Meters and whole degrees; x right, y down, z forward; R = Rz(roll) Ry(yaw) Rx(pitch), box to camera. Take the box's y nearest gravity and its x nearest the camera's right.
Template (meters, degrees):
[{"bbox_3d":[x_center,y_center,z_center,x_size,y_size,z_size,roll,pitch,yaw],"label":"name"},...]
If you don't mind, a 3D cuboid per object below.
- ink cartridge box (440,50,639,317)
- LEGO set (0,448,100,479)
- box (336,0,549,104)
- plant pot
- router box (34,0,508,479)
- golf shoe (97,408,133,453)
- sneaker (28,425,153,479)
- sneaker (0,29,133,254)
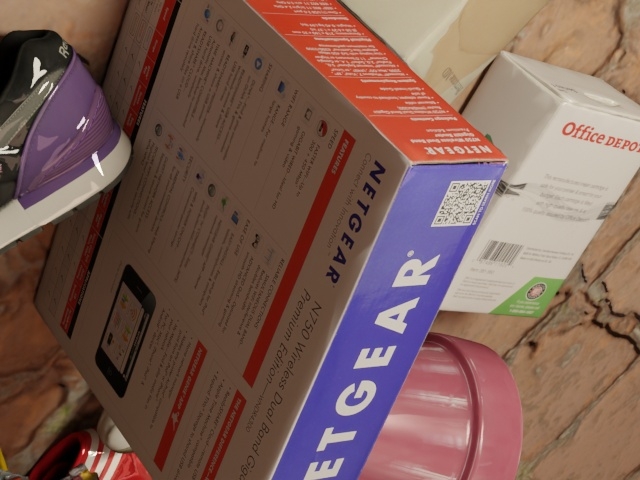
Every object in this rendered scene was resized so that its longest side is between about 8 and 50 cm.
[{"bbox_3d":[0.177,-0.045,1.385,0.160,0.092,0.219,8,120,-46],"label":"ink cartridge box"},{"bbox_3d":[-0.296,0.275,1.163,0.255,0.192,0.331,-11,135,-21],"label":"LEGO set"},{"bbox_3d":[0.139,-0.254,1.097,0.311,0.121,0.148,-47,163,5],"label":"box"},{"bbox_3d":[0.052,0.172,1.419,0.180,0.201,0.201,16,116,-32],"label":"plant pot"},{"bbox_3d":[-0.056,0.003,1.052,0.082,0.301,0.335,-4,129,-39],"label":"router box"},{"bbox_3d":[-0.129,0.085,1.264,0.186,0.067,0.086,-55,137,0],"label":"golf shoe"},{"bbox_3d":[-0.200,0.243,1.354,0.128,0.087,0.221,-3,117,-29],"label":"sneaker"},{"bbox_3d":[-0.268,-0.034,1.010,0.283,0.107,0.124,-38,126,-16],"label":"sneaker"}]
